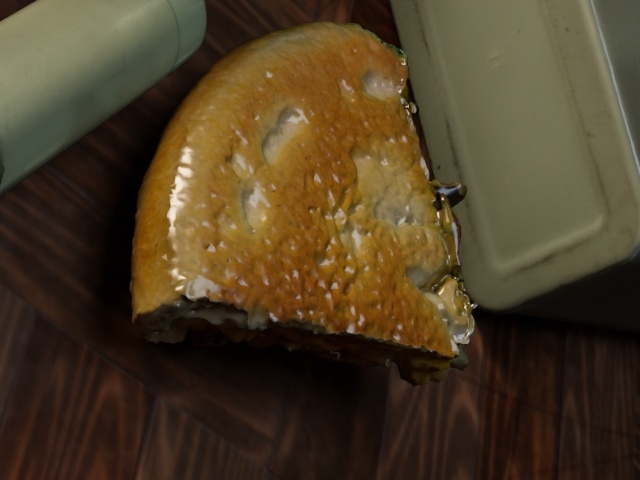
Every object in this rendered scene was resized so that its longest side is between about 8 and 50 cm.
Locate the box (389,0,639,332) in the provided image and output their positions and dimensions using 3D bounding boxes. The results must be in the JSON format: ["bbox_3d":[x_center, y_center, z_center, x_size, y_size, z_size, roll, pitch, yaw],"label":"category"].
[{"bbox_3d":[0.229,-0.107,1.277,0.344,0.177,0.352,6,65,-46],"label":"box"}]

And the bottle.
[{"bbox_3d":[-0.134,-0.084,0.888,0.072,0.072,0.201,58,36,-9],"label":"bottle"}]

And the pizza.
[{"bbox_3d":[0.000,0.000,0.994,0.229,0.081,0.289,45,40,-15],"label":"pizza"}]
